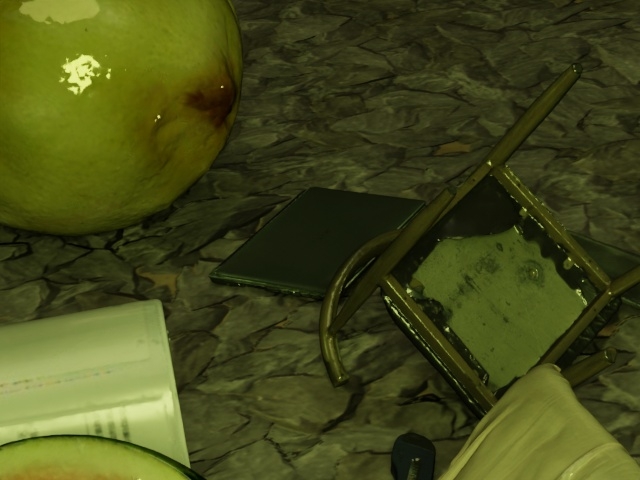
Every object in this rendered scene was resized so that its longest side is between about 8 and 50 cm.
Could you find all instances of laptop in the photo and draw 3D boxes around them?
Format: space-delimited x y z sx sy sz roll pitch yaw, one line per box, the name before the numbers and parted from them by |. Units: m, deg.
laptop | 0.000 0.000 1.436 0.129 0.016 0.180 9 32 28

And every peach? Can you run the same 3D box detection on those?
peach | -0.233 -0.156 1.479 0.315 0.314 0.281 46 17 25

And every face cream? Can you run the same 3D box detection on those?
face cream | -0.276 0.138 1.089 0.369 0.145 0.145 -9 27 -7

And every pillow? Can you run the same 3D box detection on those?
pillow | 0.076 0.196 0.865 0.270 0.067 0.173 -49 28 -2

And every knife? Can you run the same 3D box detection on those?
knife | 0.257 0.035 1.271 0.245 0.019 0.072 26 39 35
knife | 0.057 0.170 1.092 0.031 0.018 0.121 6 30 8

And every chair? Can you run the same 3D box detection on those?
chair | 0.128 0.030 1.184 0.188 0.166 0.272 -43 1 -33

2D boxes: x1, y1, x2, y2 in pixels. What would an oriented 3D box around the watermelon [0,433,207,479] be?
watermelon | -0.147 0.177 0.967 0.303 0.128 0.159 -7 19 20
